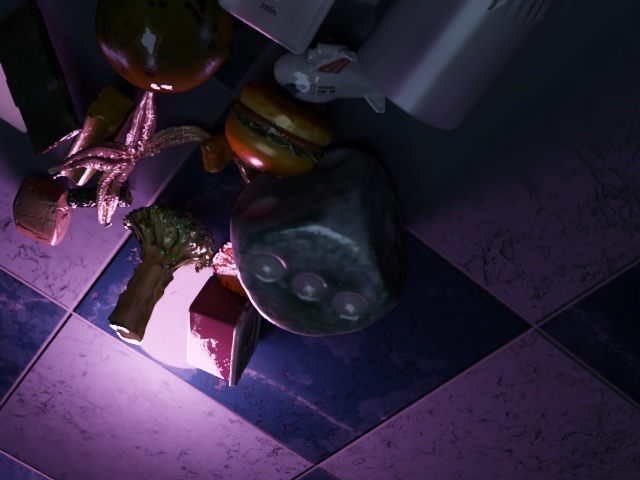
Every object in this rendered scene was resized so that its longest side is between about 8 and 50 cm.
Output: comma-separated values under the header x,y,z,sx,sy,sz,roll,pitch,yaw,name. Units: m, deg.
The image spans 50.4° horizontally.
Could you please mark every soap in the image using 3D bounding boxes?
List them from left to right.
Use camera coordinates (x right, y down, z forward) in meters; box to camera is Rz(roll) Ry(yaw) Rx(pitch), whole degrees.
x,y,z,sx,sy,sz,roll,pitch,yaw,name
-0.523,-0.265,1.623,0.080,0.160,0.257,34,127,-14,soap

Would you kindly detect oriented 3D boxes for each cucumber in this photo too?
x,y,z,sx,sy,sz,roll,pitch,yaw,name
-0.591,-0.114,1.822,0.187,0.058,0.058,-1,126,15,cucumber

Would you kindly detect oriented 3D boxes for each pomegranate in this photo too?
x,y,z,sx,sy,sz,roll,pitch,yaw,name
-0.309,-0.463,1.331,0.290,0.291,0.324,1,125,13,pomegranate

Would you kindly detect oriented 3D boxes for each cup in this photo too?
x,y,z,sx,sy,sz,roll,pitch,yaw,name
0.257,-0.411,1.266,0.253,0.253,0.372,30,126,-10,cup

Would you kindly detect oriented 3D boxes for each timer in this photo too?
x,y,z,sx,sy,sz,roll,pitch,yaw,name
-0.055,-0.510,1.300,0.194,0.192,0.195,29,128,-9,timer

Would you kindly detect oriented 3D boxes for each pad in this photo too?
x,y,z,sx,sy,sz,roll,pitch,yaw,name
-0.812,-0.384,1.702,0.232,0.004,0.156,36,126,-14,pad

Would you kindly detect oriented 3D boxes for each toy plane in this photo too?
x,y,z,sx,sy,sz,roll,pitch,yaw,name
0.025,-0.340,1.436,0.252,0.118,0.252,3,167,1,toy plane

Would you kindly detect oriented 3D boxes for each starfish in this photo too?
x,y,z,sx,sy,sz,roll,pitch,yaw,name
-0.433,-0.187,1.596,0.397,0.384,0.132,-25,81,3,starfish

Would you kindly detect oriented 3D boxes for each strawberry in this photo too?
x,y,z,sx,sy,sz,roll,pitch,yaw,name
-0.189,0.061,1.827,0.236,0.111,0.190,0,116,48,strawberry

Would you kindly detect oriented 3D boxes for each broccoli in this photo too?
x,y,z,sx,sy,sz,roll,pitch,yaw,name
-0.395,0.082,1.727,0.251,0.362,0.221,3,156,-6,broccoli

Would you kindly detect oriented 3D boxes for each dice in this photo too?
x,y,z,sx,sy,sz,roll,pitch,yaw,name
0.000,0.000,1.590,0.348,0.330,0.328,-10,124,22,dice

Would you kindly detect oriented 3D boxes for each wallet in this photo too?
x,y,z,sx,sy,sz,roll,pitch,yaw,name
-0.651,-0.371,1.559,0.169,0.044,0.317,-21,90,32,wallet

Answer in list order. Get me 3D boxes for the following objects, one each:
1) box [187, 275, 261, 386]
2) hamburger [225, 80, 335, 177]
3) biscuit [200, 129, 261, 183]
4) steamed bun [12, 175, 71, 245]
x,y,z,sx,sy,sz,roll,pitch,yaw,name
-0.275,0.249,1.945,0.167,0.193,0.294,19,130,10,box
-0.094,-0.228,1.487,0.246,0.246,0.170,29,104,-9,hamburger
-0.200,-0.193,1.603,0.039,0.183,0.174,33,136,34,biscuit
-0.758,-0.086,1.859,0.144,0.106,0.175,21,115,4,steamed bun
